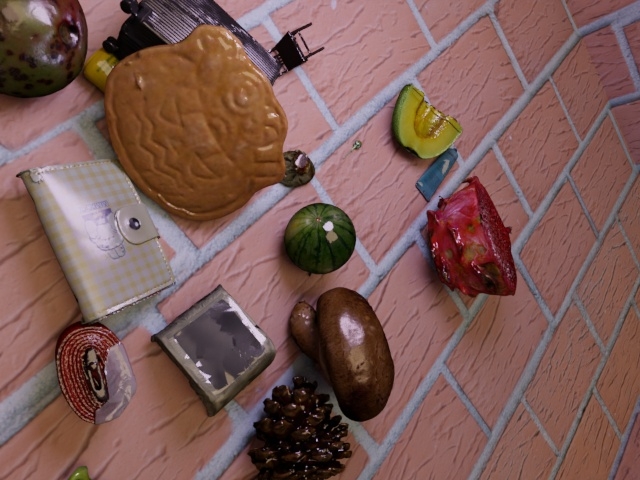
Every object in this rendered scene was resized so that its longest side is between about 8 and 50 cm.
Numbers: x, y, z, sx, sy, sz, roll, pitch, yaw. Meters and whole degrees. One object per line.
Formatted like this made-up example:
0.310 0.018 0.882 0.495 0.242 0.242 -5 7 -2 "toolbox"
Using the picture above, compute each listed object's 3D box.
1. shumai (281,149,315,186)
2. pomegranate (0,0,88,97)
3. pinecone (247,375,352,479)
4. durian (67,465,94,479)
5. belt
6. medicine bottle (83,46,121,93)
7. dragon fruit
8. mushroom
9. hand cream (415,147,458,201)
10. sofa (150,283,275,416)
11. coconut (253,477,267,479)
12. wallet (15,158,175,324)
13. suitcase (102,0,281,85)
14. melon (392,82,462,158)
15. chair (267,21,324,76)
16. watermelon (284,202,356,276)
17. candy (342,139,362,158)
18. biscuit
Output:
-0.056 -0.201 1.207 0.123 0.087 0.099 -11 91 -34 "shumai"
-0.592 -0.388 0.809 0.305 0.242 0.243 6 82 -12 "pomegranate"
-0.057 0.469 1.076 0.243 0.257 0.244 -20 140 -18 "pinecone"
-0.455 0.585 0.884 0.250 0.101 0.139 63 24 -13 "durian"
-0.450 0.261 0.894 0.128 0.124 0.201 -20 97 -31 "belt"
-0.397 -0.312 1.009 0.260 0.064 0.095 43 60 -24 "medicine bottle"
0.466 0.008 1.427 0.370 0.248 0.387 -2 74 -60 "dragon fruit"
0.077 0.279 1.118 0.239 0.345 0.345 -37 112 15 "mushroom"
0.408 -0.238 1.544 0.083 0.048 0.224 48 70 -20 "hand cream"
-0.245 0.256 1.056 0.225 0.176 0.210 44 61 9 "sofa"
-0.113 0.651 1.064 0.147 0.152 0.147 1 88 -34 "coconut"
-0.443 -0.010 0.922 0.223 0.077 0.310 -26 97 -49 "wallet"
-0.268 -0.419 1.017 0.335 0.152 0.230 37 51 -25 "suitcase"
0.304 -0.364 1.443 0.265 0.129 0.169 28 94 -32 "melon"
-0.102 -0.488 1.191 0.212 0.101 0.084 -40 107 -30 "chair"
0.000 0.000 1.174 0.187 0.215 0.188 -1 64 2 "watermelon"
0.095 -0.271 1.354 0.023 0.025 0.083 40 73 6 "candy"
-0.255 -0.225 0.957 0.364 0.062 0.385 -24 123 4 "biscuit"
